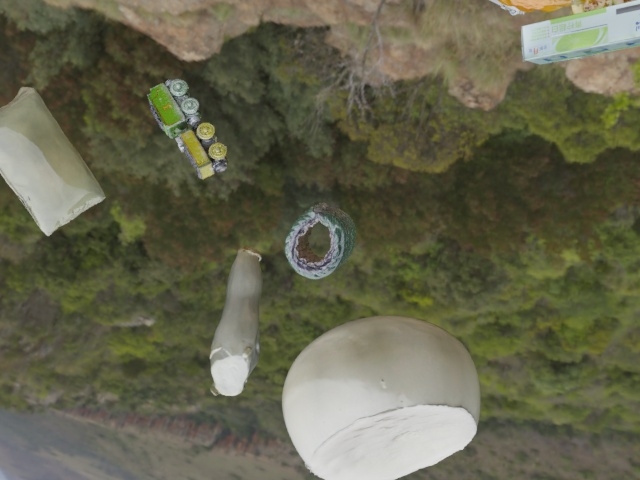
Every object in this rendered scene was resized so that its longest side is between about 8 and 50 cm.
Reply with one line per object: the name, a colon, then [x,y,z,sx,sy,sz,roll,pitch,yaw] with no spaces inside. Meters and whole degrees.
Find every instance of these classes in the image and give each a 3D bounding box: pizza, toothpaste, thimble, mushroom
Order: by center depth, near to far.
toothpaste: [0.507,-0.352,1.184,0.337,0.067,0.081,-3,-175,38]
thimble: [0.000,0.003,1.380,0.118,0.135,0.090,33,-161,7]
mushroom: [-0.168,0.160,1.512,0.097,0.351,0.109,1,138,1]
pizza: [0.621,-0.508,1.554,0.175,0.046,0.134,-3,139,-25]

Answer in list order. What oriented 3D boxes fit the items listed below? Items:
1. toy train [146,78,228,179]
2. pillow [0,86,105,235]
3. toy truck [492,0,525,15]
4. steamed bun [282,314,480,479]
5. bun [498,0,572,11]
toy train: [-0.235,-0.197,1.275,0.202,0.081,0.060,58,168,15]
pillow: [-0.431,-0.121,1.102,0.208,0.119,0.053,59,160,-19]
toy truck: [0.536,-0.713,1.969,0.213,0.161,0.176,34,120,24]
steamed bun: [0.097,0.251,1.191,0.325,0.206,0.324,-10,140,-8]
bun: [0.480,-0.610,1.593,0.299,0.164,0.299,16,163,5]
